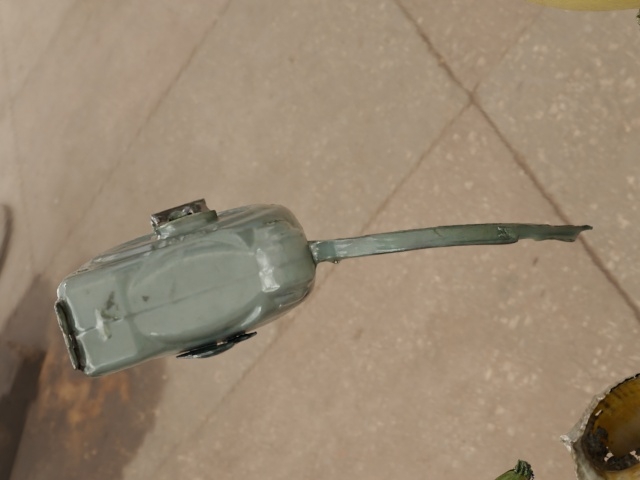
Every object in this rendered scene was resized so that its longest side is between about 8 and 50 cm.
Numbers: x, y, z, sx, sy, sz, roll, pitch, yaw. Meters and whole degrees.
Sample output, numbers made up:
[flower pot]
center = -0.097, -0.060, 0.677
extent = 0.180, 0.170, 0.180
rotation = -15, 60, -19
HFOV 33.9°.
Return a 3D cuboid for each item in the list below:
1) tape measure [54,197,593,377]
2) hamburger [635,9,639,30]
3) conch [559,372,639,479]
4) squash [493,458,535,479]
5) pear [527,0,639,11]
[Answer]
[tape measure]
center = 0.000, -0.001, 0.658
extent = 0.164, 0.330, 0.084
rotation = -153, 47, -72
[hamburger]
center = 0.401, -0.343, 1.123
extent = 0.122, 0.215, 0.189
rotation = 17, 54, 24
[conch]
center = 0.390, 0.247, 1.261
extent = 0.245, 0.178, 0.163
rotation = -59, 28, 10
[squash]
center = 0.243, 0.389, 1.534
extent = 0.183, 0.052, 0.052
rotation = -33, 31, -15
[pear]
center = 0.152, -0.258, 0.510
extent = 0.309, 0.309, 0.309
rotation = -31, 48, 42
